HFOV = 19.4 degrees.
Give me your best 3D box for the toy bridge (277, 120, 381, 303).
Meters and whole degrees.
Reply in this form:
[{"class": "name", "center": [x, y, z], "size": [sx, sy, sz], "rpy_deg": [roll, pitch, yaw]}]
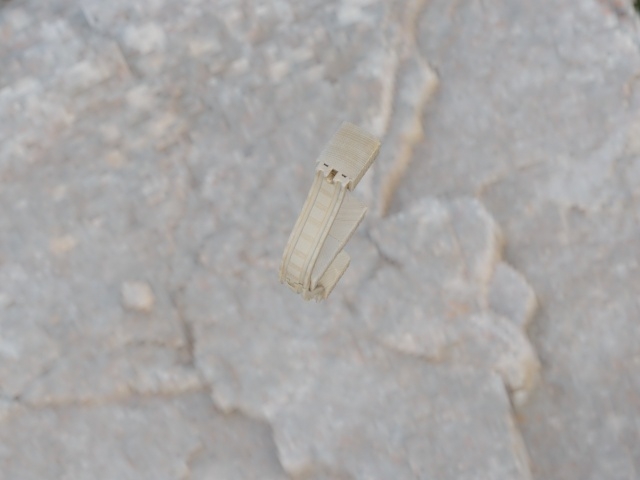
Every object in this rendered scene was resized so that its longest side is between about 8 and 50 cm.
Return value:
[{"class": "toy bridge", "center": [0.000, 0.000, 1.075], "size": [0.026, 0.188, 0.063], "rpy_deg": [32, 68, 8]}]
